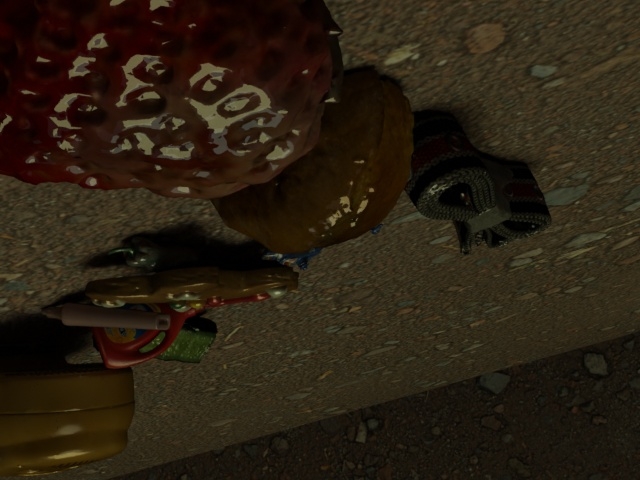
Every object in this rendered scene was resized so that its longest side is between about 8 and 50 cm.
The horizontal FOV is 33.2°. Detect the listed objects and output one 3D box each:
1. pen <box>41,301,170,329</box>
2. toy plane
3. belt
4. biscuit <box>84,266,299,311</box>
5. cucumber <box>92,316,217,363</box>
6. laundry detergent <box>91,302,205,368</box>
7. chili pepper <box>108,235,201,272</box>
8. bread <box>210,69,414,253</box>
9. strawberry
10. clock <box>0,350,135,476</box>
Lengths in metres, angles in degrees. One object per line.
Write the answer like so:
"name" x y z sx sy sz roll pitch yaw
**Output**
"pen" -0.303 0.105 1.483 0.197 0.032 0.053 2 177 20
"toy plane" 0.000 0.000 1.413 0.167 0.062 0.054 -19 165 -18
"belt" 0.181 -0.063 1.290 0.126 0.094 0.359 -24 162 18
"biscuit" -0.141 0.068 1.458 0.216 0.047 0.340 -7 174 26
"cucumber" -0.261 0.139 1.664 0.211 0.062 0.078 16 109 -47
"laundry detergent" -0.244 0.121 1.552 0.165 0.097 0.049 -19 166 -17
"chili pepper" -0.201 0.021 1.356 0.050 0.041 0.153 15 -179 35
"bread" -0.002 -0.058 1.100 0.129 0.134 0.260 2 157 -43
"strawberry" -0.149 -0.107 0.814 0.336 0.149 0.265 -10 164 -7
"clock" -0.412 0.262 1.619 0.244 0.200 0.317 -4 174 -37
